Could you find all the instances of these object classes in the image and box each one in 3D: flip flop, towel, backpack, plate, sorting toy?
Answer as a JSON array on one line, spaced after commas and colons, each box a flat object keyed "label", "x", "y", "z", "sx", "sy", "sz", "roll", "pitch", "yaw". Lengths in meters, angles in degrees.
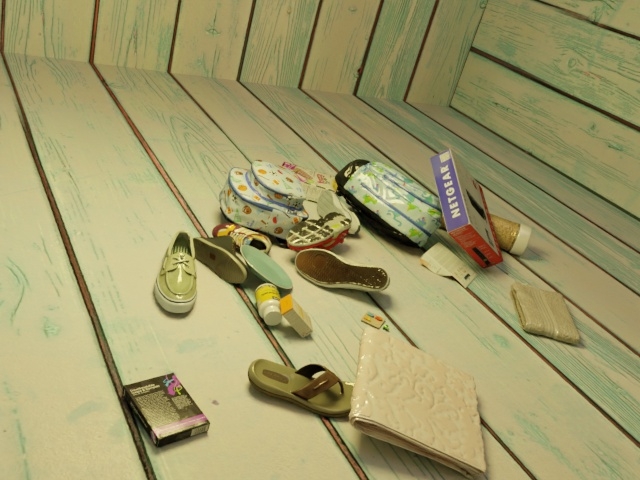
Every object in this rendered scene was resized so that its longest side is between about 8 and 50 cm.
[{"label": "flip flop", "x": -0.024, "y": 0.315, "z": 1.458, "sx": 0.277, "sy": 0.080, "sz": 0.112, "roll": 20, "pitch": 26, "yaw": -6}, {"label": "towel", "x": 0.221, "y": 0.364, "z": 1.496, "sx": 0.317, "sy": 0.053, "sz": 0.332, "roll": 26, "pitch": 27, "yaw": -5}, {"label": "backpack", "x": -0.184, "y": -0.130, "z": 2.076, "sx": 0.263, "sy": 0.213, "sz": 0.276, "roll": 7, "pitch": 28, "yaw": -26}, {"label": "plate", "x": -0.158, "y": 0.081, "z": 1.846, "sx": 0.188, "sy": 0.024, "sz": 0.188, "roll": 37, "pitch": 13, "yaw": -10}, {"label": "backpack", "x": 0.262, "y": -0.126, "z": 2.308, "sx": 0.355, "sy": 0.273, "sz": 0.290, "roll": 55, "pitch": 7, "yaw": 29}, {"label": "towel", "x": 0.724, "y": 0.227, "z": 2.110, "sx": 0.187, "sy": 0.049, "sz": 0.282, "roll": 15, "pitch": 27, "yaw": -2}, {"label": "sorting toy", "x": 0.160, "y": 0.225, "z": 1.822, "sx": 0.083, "sy": 0.012, "sz": 0.062, "roll": 24, "pitch": 27, "yaw": 16}]

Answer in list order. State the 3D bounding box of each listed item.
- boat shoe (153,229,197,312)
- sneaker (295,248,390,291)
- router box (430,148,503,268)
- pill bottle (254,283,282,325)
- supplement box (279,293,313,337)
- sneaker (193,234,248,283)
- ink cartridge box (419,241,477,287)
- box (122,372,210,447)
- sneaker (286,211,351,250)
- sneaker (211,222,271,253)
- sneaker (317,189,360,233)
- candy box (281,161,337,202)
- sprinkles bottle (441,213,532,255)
[{"label": "boat shoe", "x": -0.378, "y": 0.075, "z": 1.707, "sx": 0.109, "sy": 0.094, "sz": 0.302, "roll": 7, "pitch": 28, "yaw": -18}, {"label": "sneaker", "x": 0.067, "y": 0.103, "z": 1.947, "sx": 0.290, "sy": 0.106, "sz": 0.123, "roll": 16, "pitch": -8, "yaw": 14}, {"label": "router box", "x": 0.515, "y": -0.109, "z": 2.295, "sx": 0.301, "sy": 0.082, "sz": 0.335, "roll": 37, "pitch": 37, "yaw": -46}, {"label": "pill bottle", "x": -0.133, "y": 0.169, "z": 1.702, "sx": 0.065, "sy": 0.065, "sz": 0.116, "roll": 7, "pitch": 29, "yaw": -20}, {"label": "supplement box", "x": -0.063, "y": 0.194, "z": 1.667, "sx": 0.098, "sy": 0.036, "sz": 0.062, "roll": 52, "pitch": 11, "yaw": -29}, {"label": "sneaker", "x": -0.259, "y": 0.041, "z": 1.857, "sx": 0.222, "sy": 0.083, "sz": 0.118, "roll": 32, "pitch": 30, "yaw": 30}, {"label": "ink cartridge box", "x": 0.441, "y": 0.092, "z": 2.237, "sx": 0.179, "sy": 0.045, "sz": 0.145, "roll": 44, "pitch": 32, "yaw": 11}, {"label": "box", "x": -0.313, "y": 0.338, "z": 1.312, "sx": 0.116, "sy": 0.029, "sz": 0.162, "roll": -7, "pitch": 36, "yaw": -41}, {"label": "sneaker", "x": 0.000, "y": 0.000, "z": 2.046, "sx": 0.107, "sy": 0.118, "sz": 0.279, "roll": 32, "pitch": 32, "yaw": 31}, {"label": "sneaker", "x": -0.237, "y": -0.006, "z": 1.957, "sx": 0.185, "sy": 0.070, "sz": 0.084, "roll": 13, "pitch": 7, "yaw": -7}, {"label": "sneaker", "x": 0.063, "y": -0.093, "z": 2.321, "sx": 0.091, "sy": 0.094, "sz": 0.258, "roll": 30, "pitch": 17, "yaw": -33}, {"label": "candy box", "x": -0.051, "y": -0.218, "z": 2.491, "sx": 0.233, "sy": 0.071, "sz": 0.159, "roll": 17, "pitch": 26, "yaw": -1}, {"label": "sprinkles bottle", "x": 0.627, "y": -0.054, "z": 2.515, "sx": 0.355, "sy": 0.121, "sz": 0.121, "roll": 20, "pitch": 26, "yaw": 7}]
